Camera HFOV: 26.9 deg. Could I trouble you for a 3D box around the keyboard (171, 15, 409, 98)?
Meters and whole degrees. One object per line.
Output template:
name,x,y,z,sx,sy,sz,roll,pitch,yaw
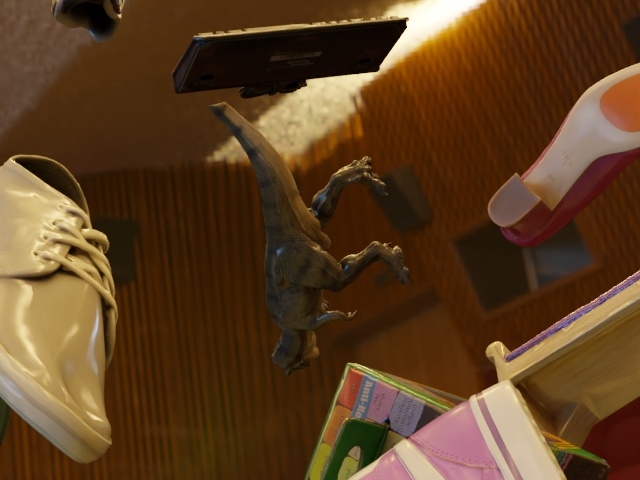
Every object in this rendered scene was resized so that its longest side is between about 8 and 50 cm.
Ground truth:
keyboard,-0.027,-0.145,1.060,0.180,0.023,0.108,-8,-20,-23

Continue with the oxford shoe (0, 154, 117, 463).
oxford shoe,-0.253,0.038,1.230,0.130,0.449,0.169,-36,-59,2

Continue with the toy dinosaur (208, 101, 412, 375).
toy dinosaur,0.000,0.000,1.032,0.118,0.064,0.268,-18,-55,-11

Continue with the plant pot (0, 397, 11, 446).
plant pot,-0.562,0.182,1.403,0.341,0.341,0.334,-17,7,26

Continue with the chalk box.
chalk box,0.101,0.239,1.297,0.289,0.180,0.179,23,-2,-36

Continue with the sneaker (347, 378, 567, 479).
sneaker,0.079,0.202,0.659,0.161,0.282,0.102,-28,-60,2

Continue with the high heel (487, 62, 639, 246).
high heel,0.273,-0.082,1.308,0.244,0.082,0.117,-45,-23,10

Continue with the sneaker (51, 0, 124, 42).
sneaker,-0.211,-0.267,1.150,0.086,0.132,0.228,-13,-43,8

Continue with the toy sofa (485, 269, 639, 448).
toy sofa,0.392,0.100,1.658,0.362,0.177,0.150,-36,-64,20
